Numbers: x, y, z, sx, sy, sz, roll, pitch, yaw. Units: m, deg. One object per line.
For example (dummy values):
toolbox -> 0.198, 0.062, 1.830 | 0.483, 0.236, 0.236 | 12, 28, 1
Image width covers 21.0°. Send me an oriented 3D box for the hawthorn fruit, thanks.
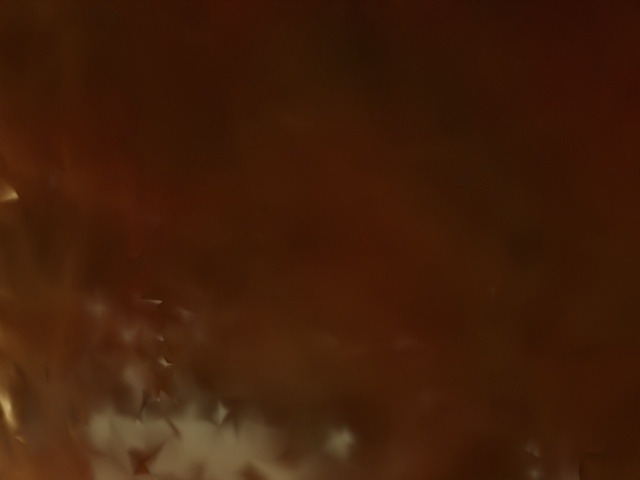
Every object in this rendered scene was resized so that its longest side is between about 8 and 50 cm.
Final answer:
hawthorn fruit -> 0.000, 0.000, 0.535 | 0.471, 0.472, 0.472 | 27, 170, 5
